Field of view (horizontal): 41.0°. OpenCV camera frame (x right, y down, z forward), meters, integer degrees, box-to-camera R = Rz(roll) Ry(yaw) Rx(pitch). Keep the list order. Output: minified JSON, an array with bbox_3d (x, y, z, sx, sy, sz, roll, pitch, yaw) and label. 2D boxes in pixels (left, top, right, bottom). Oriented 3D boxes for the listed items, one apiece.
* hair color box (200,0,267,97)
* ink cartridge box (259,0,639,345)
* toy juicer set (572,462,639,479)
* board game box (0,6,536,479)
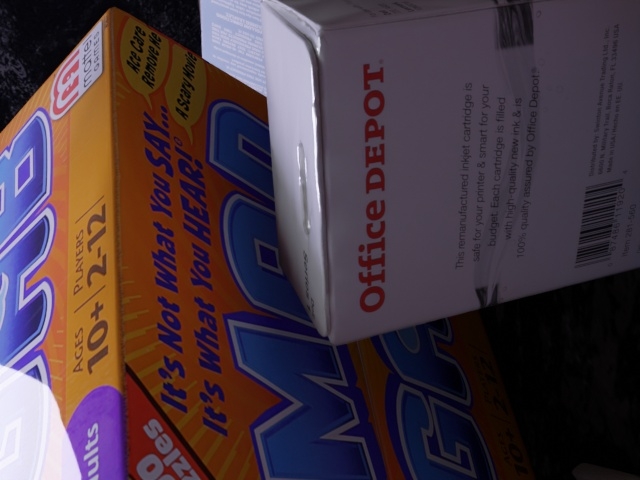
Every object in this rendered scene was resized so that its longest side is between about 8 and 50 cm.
[{"bbox_3d":[-0.024,-0.252,0.820,0.185,0.114,0.374,-58,-14,-35],"label":"hair color box"},{"bbox_3d":[0.086,-0.055,0.443,0.092,0.220,0.160,-129,32,-57],"label":"ink cartridge box"},{"bbox_3d":[0.210,0.259,0.445,0.209,0.090,0.328,104,153,-61],"label":"toy juicer set"},{"bbox_3d":[-0.103,0.137,0.634,0.357,0.356,0.356,-37,46,28],"label":"board game box"}]
